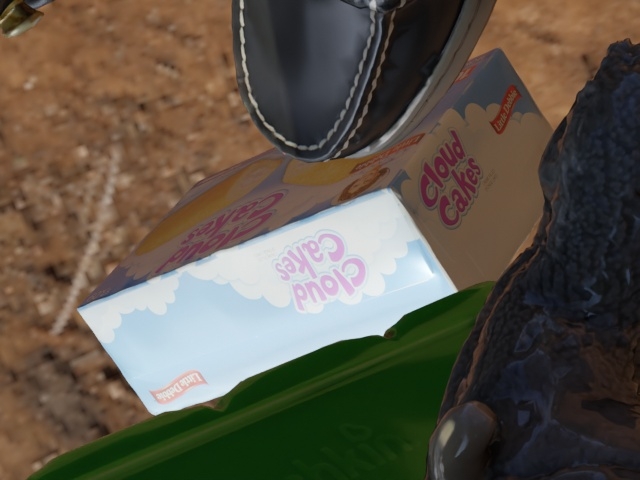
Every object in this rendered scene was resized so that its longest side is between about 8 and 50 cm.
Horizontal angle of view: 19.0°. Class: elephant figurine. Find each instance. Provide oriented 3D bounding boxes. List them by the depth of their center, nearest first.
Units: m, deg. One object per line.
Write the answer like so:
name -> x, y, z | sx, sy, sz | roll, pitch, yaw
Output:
elephant figurine -> 0.045, 0.115, 0.393 | 0.186, 0.169, 0.239 | 43, 115, -12

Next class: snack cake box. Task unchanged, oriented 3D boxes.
snack cake box -> 0.000, 0.000, 1.115 | 0.264, 0.152, 0.089 | -21, 109, 41

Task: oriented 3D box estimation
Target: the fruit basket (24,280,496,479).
fruit basket -> 0.005, 0.249, 0.702 | 0.283, 0.392, 0.392 | 37, 128, 38

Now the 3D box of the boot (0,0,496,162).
boot -> -0.048, -0.143, 0.721 | 0.138, 0.284, 0.377 | 44, 142, 23
